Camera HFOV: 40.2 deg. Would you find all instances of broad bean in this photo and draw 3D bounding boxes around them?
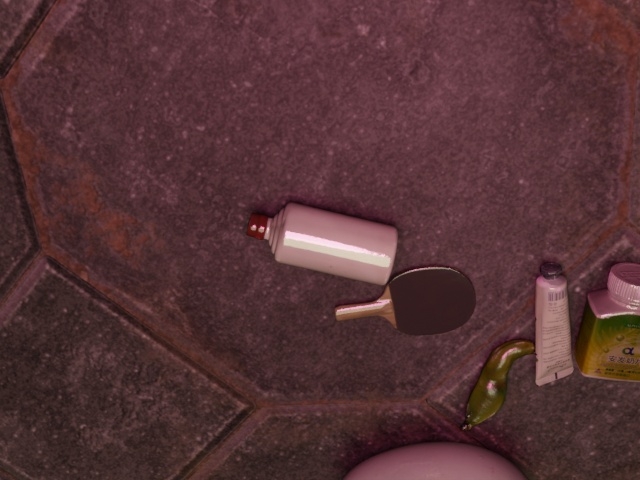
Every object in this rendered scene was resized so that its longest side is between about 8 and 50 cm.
[{"bbox_3d":[0.310,0.260,1.573,0.070,0.048,0.214,26,112,-9],"label":"broad bean"}]

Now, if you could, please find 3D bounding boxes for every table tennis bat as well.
[{"bbox_3d":[0.148,0.113,1.530,0.246,0.022,0.138,-9,115,8],"label":"table tennis bat"}]

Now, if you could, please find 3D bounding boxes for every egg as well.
[{"bbox_3d":[0.207,0.482,1.590,0.370,0.230,0.230,0,116,11],"label":"egg"}]

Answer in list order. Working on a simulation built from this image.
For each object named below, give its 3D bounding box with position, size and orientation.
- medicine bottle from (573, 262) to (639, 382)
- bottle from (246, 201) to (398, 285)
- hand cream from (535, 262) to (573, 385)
[{"bbox_3d":[0.513,0.139,1.474,0.132,0.088,0.188,6,117,2],"label":"medicine bottle"},{"bbox_3d":[0.000,0.000,1.442,0.245,0.104,0.104,12,116,-2],"label":"bottle"},{"bbox_3d":[0.403,0.146,1.511,0.080,0.050,0.234,-17,118,-14],"label":"hand cream"}]
